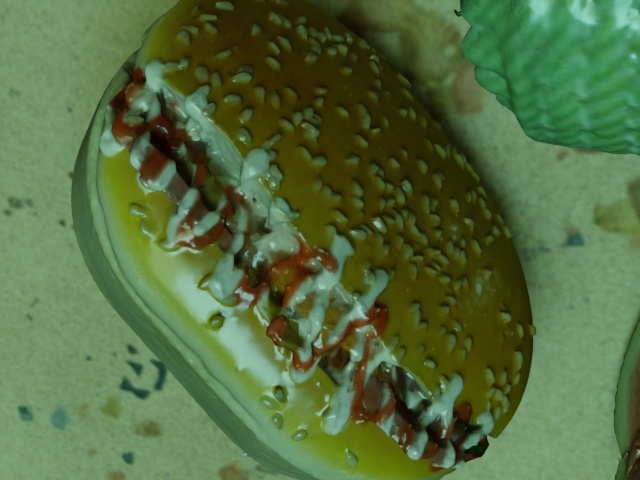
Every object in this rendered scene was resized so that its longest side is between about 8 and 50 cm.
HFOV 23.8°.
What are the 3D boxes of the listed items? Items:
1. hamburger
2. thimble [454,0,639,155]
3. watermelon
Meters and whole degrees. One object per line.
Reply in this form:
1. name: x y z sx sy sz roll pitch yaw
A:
1. hamburger: 0.000 0.000 0.836 0.295 0.227 0.151 46 141 -8
2. thimble: 0.154 -0.143 0.725 0.150 0.219 0.219 8 117 16
3. watermelon: 0.207 0.078 0.895 0.069 0.087 0.163 38 125 35
